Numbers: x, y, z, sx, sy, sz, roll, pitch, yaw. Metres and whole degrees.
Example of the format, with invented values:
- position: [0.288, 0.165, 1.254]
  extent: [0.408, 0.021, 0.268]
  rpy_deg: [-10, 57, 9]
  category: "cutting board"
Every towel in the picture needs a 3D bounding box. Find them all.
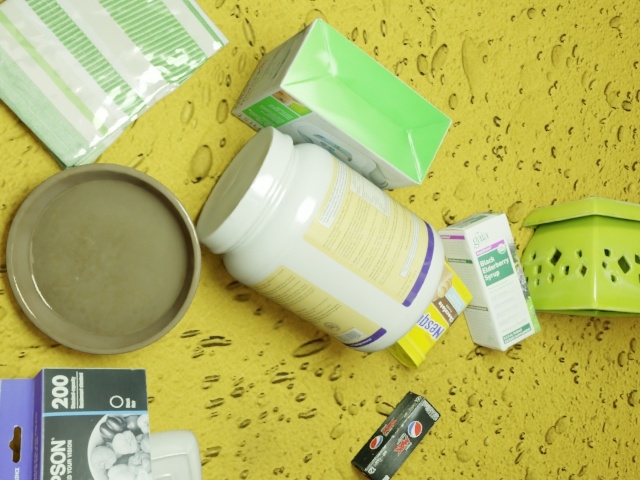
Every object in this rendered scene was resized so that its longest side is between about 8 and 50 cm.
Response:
- position: [-0.331, -0.292, 1.104]
  extent: [0.325, 0.038, 0.248]
  rpy_deg: [-44, 106, -15]
  category: "towel"

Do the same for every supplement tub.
- position: [0.000, 0.000, 1.144]
  extent: [0.331, 0.241, 0.241]
  rpy_deg: [34, 78, -21]
  category: "supplement tub"

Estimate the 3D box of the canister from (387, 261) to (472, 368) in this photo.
- position: [0.180, 0.125, 1.318]
  extent: [0.170, 0.073, 0.126]
  rpy_deg: [-46, 108, -18]
  category: "canister"

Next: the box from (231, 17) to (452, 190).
- position: [0.027, -0.197, 1.156]
  extent: [0.262, 0.231, 0.126]
  rpy_deg: [33, 76, -21]
  category: "box"

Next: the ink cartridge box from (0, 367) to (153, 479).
- position: [-0.347, 0.279, 1.042]
  extent: [0.208, 0.045, 0.206]
  rpy_deg: [3, 53, -23]
  category: "ink cartridge box"

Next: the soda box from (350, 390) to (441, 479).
- position: [0.135, 0.351, 1.308]
  extent: [0.169, 0.060, 0.053]
  rpy_deg: [-46, 107, -16]
  category: "soda box"

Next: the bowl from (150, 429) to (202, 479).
- position: [-0.249, 0.373, 1.143]
  extent: [0.142, 0.053, 0.141]
  rpy_deg: [-5, 93, -22]
  category: "bowl"

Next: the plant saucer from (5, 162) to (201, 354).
- position: [-0.310, 0.027, 1.068]
  extent: [0.278, 0.041, 0.277]
  rpy_deg: [0, 96, -2]
  category: "plant saucer"

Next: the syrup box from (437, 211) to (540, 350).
- position: [0.311, 0.072, 1.362]
  extent: [0.093, 0.096, 0.236]
  rpy_deg: [-23, 101, -22]
  category: "syrup box"

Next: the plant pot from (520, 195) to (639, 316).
- position: [0.518, 0.037, 1.390]
  extent: [0.227, 0.228, 0.207]
  rpy_deg: [6, 81, -24]
  category: "plant pot"
